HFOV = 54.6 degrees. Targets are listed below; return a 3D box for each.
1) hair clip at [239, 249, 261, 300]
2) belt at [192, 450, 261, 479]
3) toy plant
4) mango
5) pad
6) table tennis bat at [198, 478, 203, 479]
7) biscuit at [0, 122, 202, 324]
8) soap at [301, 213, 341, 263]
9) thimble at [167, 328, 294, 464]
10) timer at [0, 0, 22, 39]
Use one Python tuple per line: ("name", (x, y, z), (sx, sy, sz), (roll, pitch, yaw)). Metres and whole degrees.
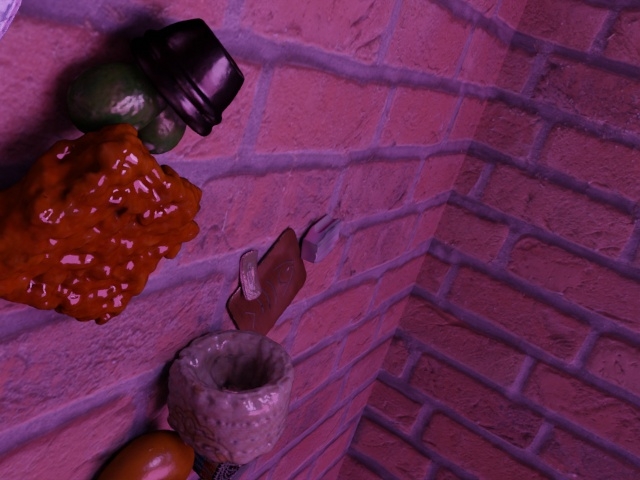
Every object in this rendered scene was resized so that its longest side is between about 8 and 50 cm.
("hair clip", (-0.172, 0.084, 1.533), (0.054, 0.022, 0.137), (-28, 127, -39))
("belt", (-0.257, 0.586, 1.753), (0.207, 0.150, 0.257), (-58, 157, 11))
("toy plant", (-0.239, -0.220, 0.926), (0.235, 0.175, 0.218), (-37, 163, 4))
("mango", (-0.401, 0.527, 1.401), (0.254, 0.139, 0.175), (-27, 135, -45))
("pad", (-0.135, 0.135, 1.689), (0.284, 0.018, 0.286), (-52, 155, -24))
("table tennis bat", (-0.391, 0.742, 1.810), (0.156, 0.013, 0.087), (-31, 141, -50))
("biscuit", (-0.335, -0.011, 0.915), (0.318, 0.110, 0.312), (-44, 156, 1))
("soap", (0.000, 0.000, 1.763), (0.149, 0.056, 0.100), (-42, 146, -51))
("thimble", (-0.211, 0.354, 1.445), (0.291, 0.292, 0.195), (-30, 136, -52))
("timer", (-0.396, -0.289, 0.498), (0.395, 0.173, 0.395), (-46, 150, -36))
